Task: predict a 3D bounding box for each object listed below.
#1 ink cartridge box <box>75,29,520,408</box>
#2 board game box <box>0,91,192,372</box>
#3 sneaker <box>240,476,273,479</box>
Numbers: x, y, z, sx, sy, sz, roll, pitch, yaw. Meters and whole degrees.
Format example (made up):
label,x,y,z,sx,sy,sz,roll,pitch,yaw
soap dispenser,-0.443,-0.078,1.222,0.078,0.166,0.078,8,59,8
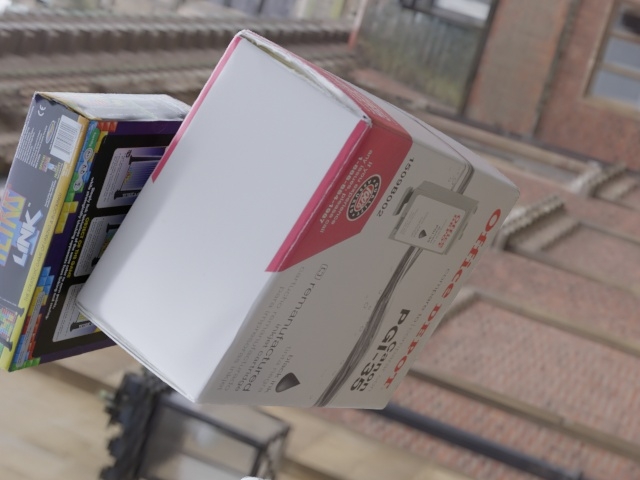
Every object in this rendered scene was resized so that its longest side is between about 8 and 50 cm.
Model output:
label,x,y,z,sx,sy,sz,roll,pitch,yaw
ink cartridge box,0.000,0.000,0.962,0.207,0.117,0.283,-58,-26,9
board game box,-0.149,-0.010,0.911,0.141,0.048,0.170,-10,-56,-64
sneaker,-0.030,0.374,1.406,0.094,0.151,0.255,21,-103,-70
